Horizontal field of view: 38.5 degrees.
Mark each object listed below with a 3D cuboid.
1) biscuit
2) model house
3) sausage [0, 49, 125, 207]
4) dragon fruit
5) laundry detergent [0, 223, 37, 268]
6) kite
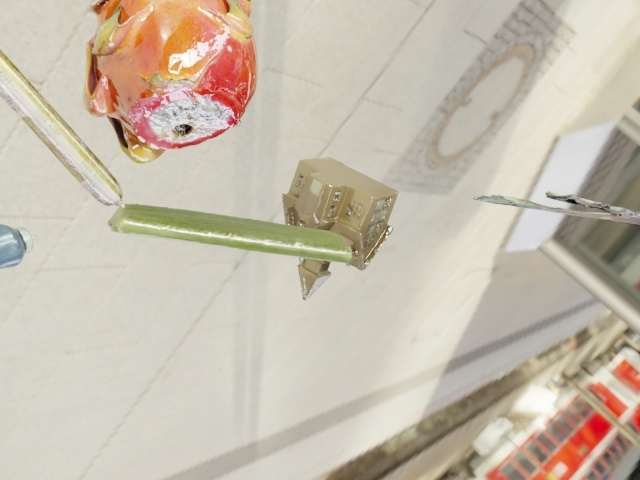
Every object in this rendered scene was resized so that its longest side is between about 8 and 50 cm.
[{"bbox_3d":[-0.118,-0.011,1.216,0.099,0.322,0.038,-132,-128,-74],"label":"biscuit"},{"bbox_3d":[0.000,0.000,1.612,0.176,0.181,0.248,-11,124,-56],"label":"model house"},{"bbox_3d":[-0.284,-0.127,0.918,0.033,0.033,0.269,-43,120,-10],"label":"sausage"},{"bbox_3d":[-0.178,-0.223,1.084,0.224,0.227,0.224,-11,145,-8],"label":"dragon fruit"},{"bbox_3d":[-0.438,0.023,1.103,0.096,0.061,0.206,-6,-168,46],"label":"laundry detergent"},{"bbox_3d":[0.286,-0.021,0.796,0.314,0.335,0.011,8,90,-51],"label":"kite"}]
